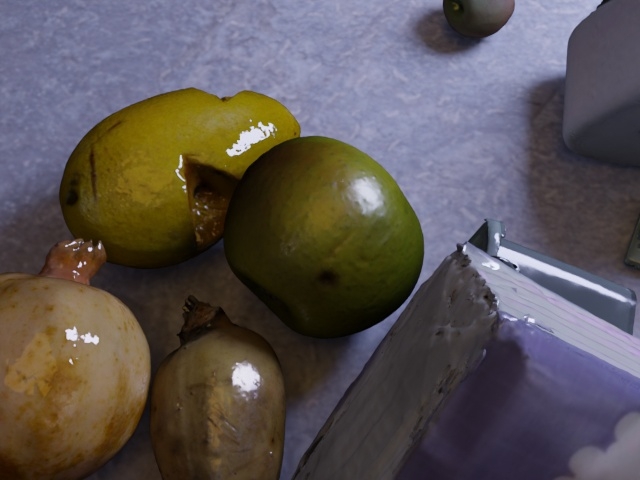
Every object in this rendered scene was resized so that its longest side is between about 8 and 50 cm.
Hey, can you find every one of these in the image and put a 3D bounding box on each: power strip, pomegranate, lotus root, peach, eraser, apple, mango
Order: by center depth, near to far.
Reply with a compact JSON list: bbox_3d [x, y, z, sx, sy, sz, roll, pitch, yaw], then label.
[{"bbox_3d":[-0.255,0.121,0.725,0.207,0.207,0.207,-1,66,3],"label":"pomegranate"},{"bbox_3d":[-0.096,0.148,0.748,0.125,0.118,0.221,-2,68,-15],"label":"lotus root"},{"bbox_3d":[0.417,-0.183,0.751,0.331,0.331,0.150,7,67,7],"label":"eraser"},{"bbox_3d":[0.000,0.000,0.764,0.196,0.196,0.157,39,73,18],"label":"apple"},{"bbox_3d":[0.346,-0.005,0.835,0.040,0.016,0.090,22,69,12],"label":"power strip"},{"bbox_3d":[-0.143,-0.074,0.841,0.262,0.130,0.167,-38,75,-17],"label":"mango"},{"bbox_3d":[0.185,-0.276,0.933,0.083,0.083,0.083,-1,66,3],"label":"peach"}]

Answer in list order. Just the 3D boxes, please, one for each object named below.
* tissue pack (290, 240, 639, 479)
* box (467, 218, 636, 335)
[{"bbox_3d":[0.172,0.184,0.531,0.344,0.125,0.242,27,105,-17],"label":"tissue pack"},{"bbox_3d":[0.158,0.103,0.690,0.135,0.243,0.163,17,67,-1],"label":"box"}]
